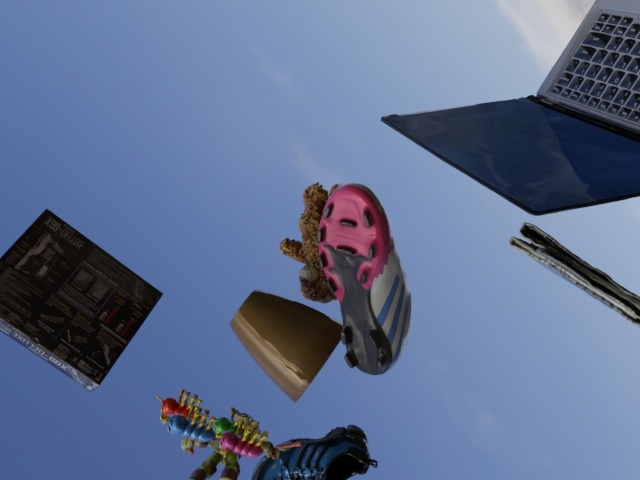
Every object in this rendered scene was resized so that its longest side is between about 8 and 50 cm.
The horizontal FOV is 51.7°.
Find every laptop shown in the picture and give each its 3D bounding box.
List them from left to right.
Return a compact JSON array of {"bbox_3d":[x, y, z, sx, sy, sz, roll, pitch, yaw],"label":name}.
[{"bbox_3d":[0.338,-0.227,0.806,0.236,0.408,0.382,24,-166,-29],"label":"laptop"}]

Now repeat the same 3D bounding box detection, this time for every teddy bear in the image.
[{"bbox_3d":[0.000,0.000,1.817,0.245,0.338,0.113,22,-179,25],"label":"teddy bear"}]

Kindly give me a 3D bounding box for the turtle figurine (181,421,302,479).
[{"bbox_3d":[-0.182,0.444,1.384,0.269,0.087,0.217,7,-159,6],"label":"turtle figurine"}]

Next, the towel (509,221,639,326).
[{"bbox_3d":[0.503,0.087,1.221,0.312,0.056,0.324,39,-172,24],"label":"towel"}]

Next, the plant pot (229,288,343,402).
[{"bbox_3d":[-0.099,0.246,1.697,0.254,0.237,0.237,34,-146,4],"label":"plant pot"}]

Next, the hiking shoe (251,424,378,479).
[{"bbox_3d":[-0.023,0.540,1.581,0.132,0.303,0.113,-119,7,-71],"label":"hiking shoe"}]

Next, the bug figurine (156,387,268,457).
[{"bbox_3d":[-0.215,0.359,1.283,0.216,0.279,0.072,22,-100,-14],"label":"bug figurine"}]

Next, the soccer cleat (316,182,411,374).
[{"bbox_3d":[0.079,0.052,1.043,0.143,0.116,0.332,-39,-51,-49],"label":"soccer cleat"}]

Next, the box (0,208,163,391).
[{"bbox_3d":[-0.519,0.120,1.360,0.307,0.076,0.243,38,-126,-14],"label":"box"}]
